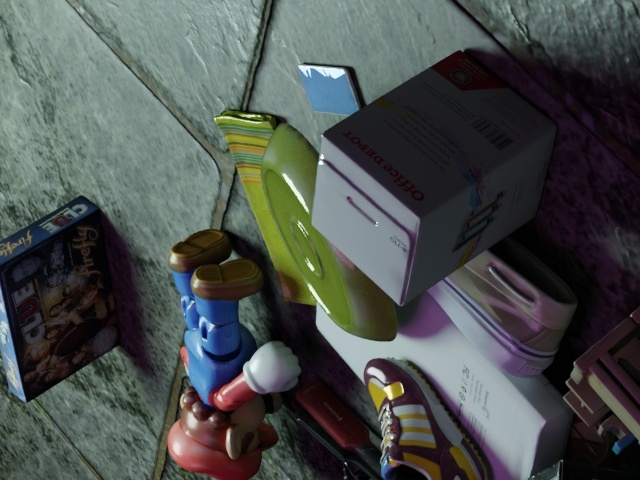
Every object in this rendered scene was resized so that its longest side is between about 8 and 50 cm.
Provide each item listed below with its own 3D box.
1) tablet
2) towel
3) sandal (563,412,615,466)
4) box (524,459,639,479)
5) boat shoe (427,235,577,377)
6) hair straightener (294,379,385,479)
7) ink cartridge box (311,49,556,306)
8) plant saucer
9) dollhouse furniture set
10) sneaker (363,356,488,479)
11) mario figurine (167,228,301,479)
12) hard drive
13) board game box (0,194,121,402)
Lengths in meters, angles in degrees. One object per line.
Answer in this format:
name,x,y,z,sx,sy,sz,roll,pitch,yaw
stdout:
tablet,0.010,-0.151,1.945,0.083,0.006,0.054,12,128,53
towel,-0.045,-0.032,2.129,0.102,0.021,0.237,11,127,54
sandal,0.246,0.187,1.872,0.072,0.049,0.180,60,163,10
box,0.260,0.260,1.800,0.184,0.045,0.190,15,154,-17
boat shoe,0.129,-0.002,1.833,0.302,0.109,0.094,46,118,24
hair straightener,0.057,0.261,2.240,0.230,0.047,0.089,38,146,24
ink cartridge box,0.098,-0.056,1.726,0.128,0.176,0.127,43,147,26
plant saucer,0.000,0.000,1.907,0.241,0.037,0.241,58,167,22
dollhouse furniture set,0.303,0.128,1.676,0.129,0.129,0.184,50,174,14
sneaker,0.084,0.193,1.923,0.185,0.084,0.070,49,152,32
mario figurine,-0.096,0.144,2.313,0.170,0.198,0.321,3,122,6
hard drive,0.115,0.125,1.956,0.353,0.047,0.233,48,151,32
board game box,-0.352,0.079,2.557,0.042,0.165,0.243,34,144,36
